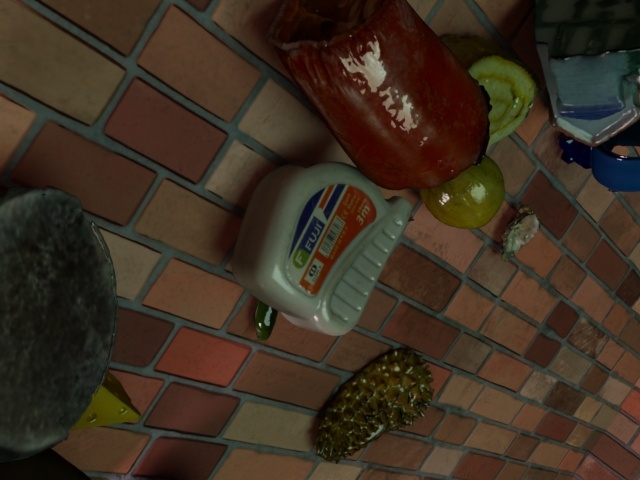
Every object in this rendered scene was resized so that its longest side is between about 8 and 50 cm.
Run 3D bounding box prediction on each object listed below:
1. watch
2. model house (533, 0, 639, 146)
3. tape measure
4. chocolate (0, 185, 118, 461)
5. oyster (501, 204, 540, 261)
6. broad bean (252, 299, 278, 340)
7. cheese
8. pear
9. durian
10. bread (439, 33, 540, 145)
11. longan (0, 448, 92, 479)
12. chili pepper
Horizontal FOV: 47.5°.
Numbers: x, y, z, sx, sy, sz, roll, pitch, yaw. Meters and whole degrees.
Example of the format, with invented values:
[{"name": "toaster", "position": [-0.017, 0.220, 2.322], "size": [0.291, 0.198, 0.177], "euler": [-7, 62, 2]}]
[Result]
[{"name": "watch", "position": [0.653, -0.200, 1.580], "size": [0.196, 0.200, 0.171], "euler": [-46, 141, -13]}, {"name": "model house", "position": [0.525, -0.304, 1.321], "size": [0.329, 0.252, 0.294], "euler": [67, 29, -48]}, {"name": "tape measure", "position": [0.000, 0.000, 1.140], "size": [0.265, 0.130, 0.258], "euler": [38, 72, -33]}, {"name": "chocolate", "position": [-0.394, 0.084, 0.812], "size": [0.303, 0.213, 0.303], "euler": [0, 90, -73]}, {"name": "oyster", "position": [0.437, -0.022, 1.612], "size": [0.103, 0.051, 0.148], "euler": [-17, 143, -37]}, {"name": "broad bean", "position": [-0.067, 0.069, 1.227], "size": [0.069, 0.039, 0.226], "euler": [20, 100, -47]}, {"name": "cheese", "position": [-0.338, 0.219, 1.046], "size": [0.126, 0.093, 0.171], "euler": [-55, 140, 2]}, {"name": "pear", "position": [0.260, -0.097, 1.332], "size": [0.162, 0.149, 0.148], "euler": [35, 92, -45]}, {"name": "durian", "position": [0.134, 0.351, 1.548], "size": [0.341, 0.112, 0.191], "euler": [-22, 132, -28]}, {"name": "bread", "position": [0.265, -0.250, 1.255], "size": [0.257, 0.124, 0.185], "euler": [-7, 128, -40]}, {"name": "longan", "position": [-0.430, 0.406, 0.814], "size": [0.436, 0.404, 0.404], "euler": [25, 102, -5]}, {"name": "chili pepper", "position": [0.090, -0.241, 1.015], "size": [0.305, 0.229, 0.251], "euler": [50, 50, -44]}]
